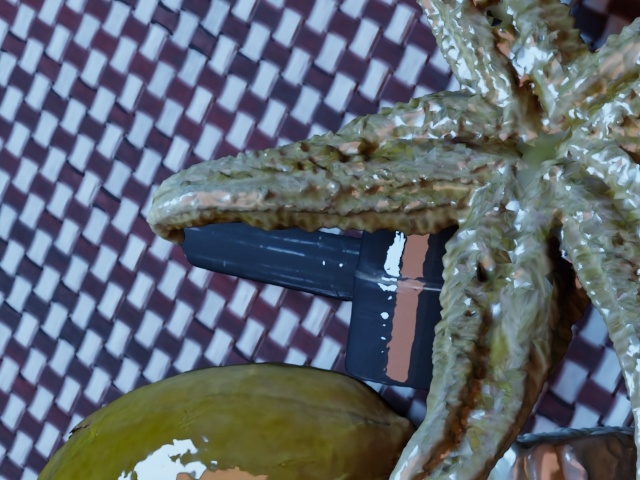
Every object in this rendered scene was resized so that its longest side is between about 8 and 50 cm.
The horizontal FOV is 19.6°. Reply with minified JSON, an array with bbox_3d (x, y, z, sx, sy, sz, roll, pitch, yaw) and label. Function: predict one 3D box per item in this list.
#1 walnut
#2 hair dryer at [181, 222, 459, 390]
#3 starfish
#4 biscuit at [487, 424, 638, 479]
[{"bbox_3d":[-0.059,0.132,0.943,0.245,0.137,0.137,-17,80,28],"label":"walnut"},{"bbox_3d":[0.000,0.000,0.949,0.219,0.071,0.124,8,92,41],"label":"hair dryer"},{"bbox_3d":[0.093,-0.045,0.803,0.327,0.094,0.375,-41,55,12],"label":"starfish"},{"bbox_3d":[0.129,0.295,0.810,0.078,0.144,0.426,-5,84,31],"label":"biscuit"}]
